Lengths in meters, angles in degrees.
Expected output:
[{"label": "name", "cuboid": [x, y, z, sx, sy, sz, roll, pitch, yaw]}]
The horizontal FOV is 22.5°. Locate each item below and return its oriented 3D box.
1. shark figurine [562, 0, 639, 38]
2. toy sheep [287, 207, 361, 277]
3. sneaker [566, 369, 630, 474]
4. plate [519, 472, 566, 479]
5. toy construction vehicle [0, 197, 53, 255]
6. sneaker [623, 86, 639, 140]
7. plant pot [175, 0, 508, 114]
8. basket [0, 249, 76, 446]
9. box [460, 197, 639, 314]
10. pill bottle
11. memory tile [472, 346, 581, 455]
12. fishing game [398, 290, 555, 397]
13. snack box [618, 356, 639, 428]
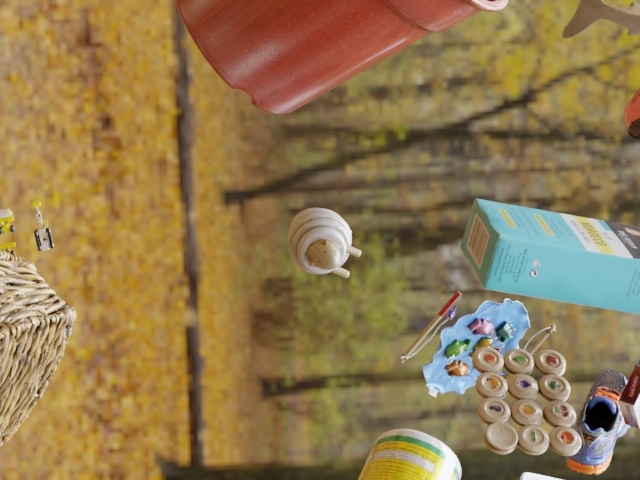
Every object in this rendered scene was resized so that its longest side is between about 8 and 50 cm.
[{"label": "shark figurine", "cuboid": [0.455, -0.262, 2.025, 0.166, 0.278, 0.116, -94, 180, -55]}, {"label": "toy sheep", "cuboid": [0.000, 0.000, 2.054, 0.132, 0.091, 0.091, -120, -155, -64]}, {"label": "sneaker", "cuboid": [0.445, 0.271, 2.508, 0.221, 0.083, 0.087, -59, 159, -51]}, {"label": "plate", "cuboid": [0.363, 0.452, 2.074, 0.045, 0.278, 0.277, -35, -128, 40]}, {"label": "toy construction vehicle", "cuboid": [-0.444, -0.009, 2.384, 0.035, 0.086, 0.098, -119, -164, -67]}, {"label": "sneaker", "cuboid": [0.326, -0.219, 1.281, 0.314, 0.136, 0.116, -54, 167, 31]}, {"label": "plant pot", "cuboid": [0.009, -0.281, 1.661, 0.272, 0.265, 0.272, 41, 30, -30]}, {"label": "basket", "cuboid": [-0.509, 0.147, 2.259, 0.213, 0.223, 0.299, -18, 143, -59]}, {"label": "box", "cuboid": [0.272, 0.021, 1.617, 0.100, 0.244, 0.060, -112, -147, -64]}, {"label": "pill bottle", "cuboid": [0.086, 0.340, 1.938, 0.117, 0.117, 0.208, 87, 22, -46]}, {"label": "memory tile", "cuboid": [0.229, 0.178, 1.799, 0.012, 0.113, 0.148, 102, -11, -46]}, {"label": "fishing game", "cuboid": [0.233, 0.165, 2.370, 0.264, 0.189, 0.041, 24, 22, -48]}, {"label": "snack box", "cuboid": [0.379, 0.118, 1.779, 0.178, 0.022, 0.064, -60, 151, -19]}]
